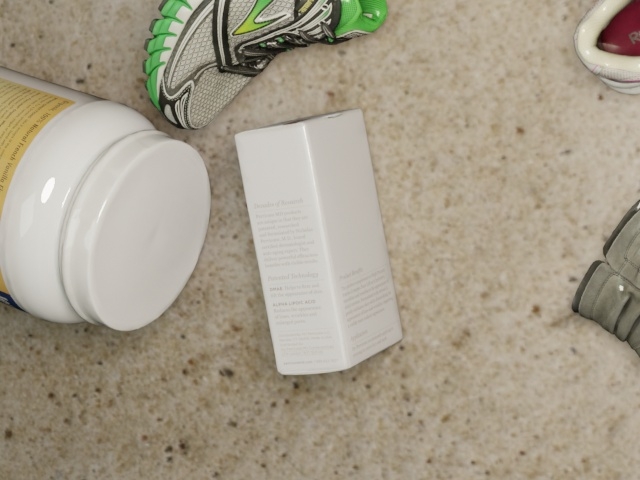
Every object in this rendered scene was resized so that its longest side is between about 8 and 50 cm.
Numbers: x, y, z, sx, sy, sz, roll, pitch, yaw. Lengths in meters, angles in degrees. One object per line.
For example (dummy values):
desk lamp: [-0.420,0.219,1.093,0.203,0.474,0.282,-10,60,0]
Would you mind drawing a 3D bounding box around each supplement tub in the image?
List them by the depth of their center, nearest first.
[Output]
supplement tub: [-0.292,-0.049,1.450,0.316,0.228,0.228,19,110,27]

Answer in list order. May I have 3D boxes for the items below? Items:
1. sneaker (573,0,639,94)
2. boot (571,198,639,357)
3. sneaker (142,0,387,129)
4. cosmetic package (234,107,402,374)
sneaker: [0.304,-0.193,1.132,0.252,0.111,0.103,-38,81,31]
boot: [0.320,0.013,1.191,0.161,0.083,0.246,46,118,21]
sneaker: [-0.034,-0.215,1.316,0.146,0.134,0.343,51,120,11]
cosmetic package: [0.000,0.000,1.354,0.085,0.117,0.231,-8,96,31]
